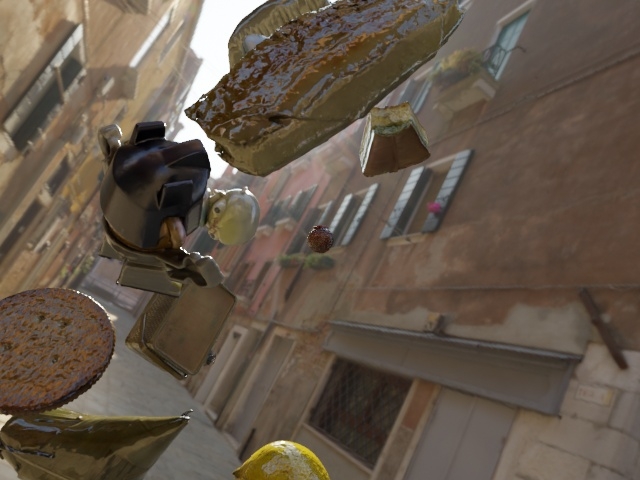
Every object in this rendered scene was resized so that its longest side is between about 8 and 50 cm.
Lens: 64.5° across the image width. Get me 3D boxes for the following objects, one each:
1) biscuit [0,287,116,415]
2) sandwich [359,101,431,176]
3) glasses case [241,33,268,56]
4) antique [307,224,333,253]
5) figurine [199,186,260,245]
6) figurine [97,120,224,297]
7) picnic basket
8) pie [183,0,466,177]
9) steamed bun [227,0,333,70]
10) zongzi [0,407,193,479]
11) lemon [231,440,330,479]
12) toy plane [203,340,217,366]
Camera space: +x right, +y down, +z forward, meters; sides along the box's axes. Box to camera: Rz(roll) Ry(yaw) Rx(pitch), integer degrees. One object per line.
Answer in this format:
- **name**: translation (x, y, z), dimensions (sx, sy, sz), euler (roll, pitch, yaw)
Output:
- **biscuit**: translation (-0.583, 0.220, 1.049), dimensions (0.305, 0.305, 0.038), euler (26, -46, 9)
- **sandwich**: translation (0.179, -0.284, 1.449), dimensions (0.220, 0.108, 0.186), euler (-19, -35, 26)
- **glasses case**: translation (-0.099, -0.321, 0.981), dimensions (0.045, 0.067, 0.179), euler (-39, -112, 53)
- **antique**: translation (0.000, 0.000, 1.868), dimensions (0.104, 0.104, 0.104), euler (26, -15, 8)
- **figurine**: translation (-0.406, -0.123, 1.767), dimensions (0.393, 0.227, 0.275), euler (11, 27, -8)
- **figurine**: translation (-0.251, -0.041, 0.757), dimensions (0.308, 0.143, 0.309), euler (22, -41, 21)
- **picnic basket**: translation (-0.355, 0.208, 1.309), dimensions (0.139, 0.267, 0.165), euler (-8, -44, 42)
- **pie**: translation (0.012, -0.168, 0.477), dimensions (0.128, 0.282, 0.068), euler (43, -13, 28)
- **steamed bun**: translation (-0.089, -0.518, 1.461), dimensions (0.343, 0.367, 0.255), euler (67, -9, -18)
- **zongzi**: translation (-0.576, 0.432, 1.187), dimensions (0.447, 0.418, 0.181), euler (38, 15, -7)
- **lemon**: translation (-0.085, 0.634, 1.261), dimensions (0.253, 0.228, 0.228), euler (51, -9, 17)
- **toy plane**: translation (-0.378, 0.369, 1.698), dimensions (0.037, 0.145, 0.060), euler (-5, 32, -47)
